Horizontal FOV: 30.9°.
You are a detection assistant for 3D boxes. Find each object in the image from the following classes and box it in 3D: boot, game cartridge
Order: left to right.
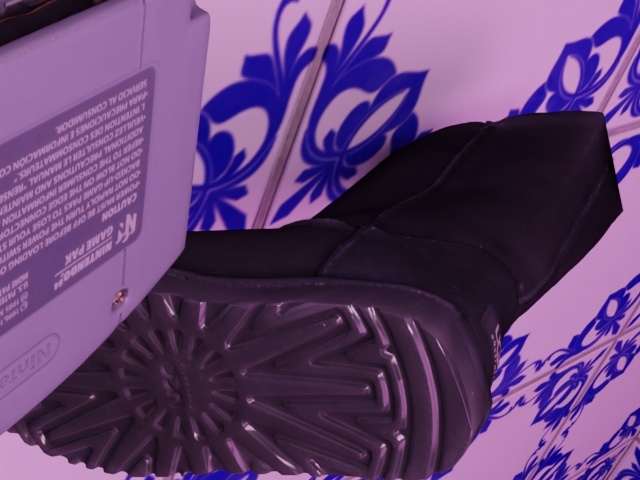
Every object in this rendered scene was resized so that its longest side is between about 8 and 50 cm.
[{"bbox_3d":[-0.152,0.002,0.492,0.297,0.062,0.198,-41,153,-51],"label":"game cartridge"},{"bbox_3d":[0.002,0.001,0.842,0.445,0.367,0.146,-44,137,-57],"label":"boot"}]
